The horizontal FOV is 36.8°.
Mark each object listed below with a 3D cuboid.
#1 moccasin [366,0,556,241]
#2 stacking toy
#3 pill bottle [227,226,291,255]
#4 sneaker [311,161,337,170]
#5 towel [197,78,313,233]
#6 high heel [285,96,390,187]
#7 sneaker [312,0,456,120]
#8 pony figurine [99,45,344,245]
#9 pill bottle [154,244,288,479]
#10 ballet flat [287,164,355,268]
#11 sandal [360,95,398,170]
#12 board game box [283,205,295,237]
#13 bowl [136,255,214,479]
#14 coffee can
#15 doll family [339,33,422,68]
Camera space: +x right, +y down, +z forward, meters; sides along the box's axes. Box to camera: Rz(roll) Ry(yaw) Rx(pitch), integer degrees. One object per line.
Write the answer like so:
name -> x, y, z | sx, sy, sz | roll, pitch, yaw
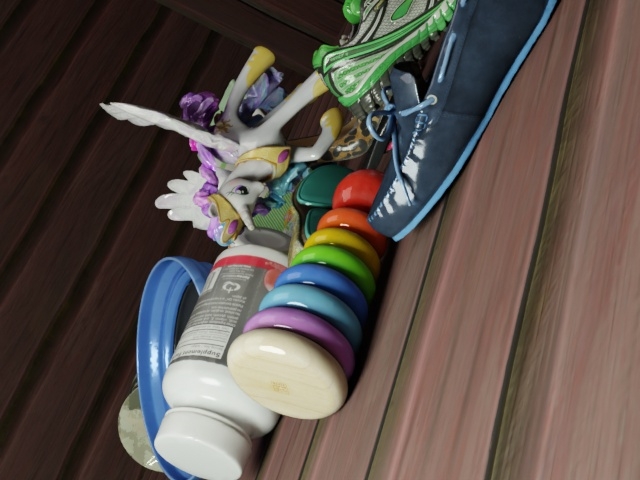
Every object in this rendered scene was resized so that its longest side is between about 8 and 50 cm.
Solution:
moccasin -> 0.126, -0.165, 1.047 | 0.342, 0.116, 0.138 | -62, 8, 17
stacking toy -> 0.012, 0.041, 1.143 | 0.141, 0.141, 0.330 | -55, 8, 52
pill bottle -> -0.115, 0.097, 1.679 | 0.121, 0.121, 0.221 | -84, 6, -68
sneaker -> -0.018, -0.126, 2.072 | 0.240, 0.126, 0.091 | 58, -151, -67
towel -> -0.119, -0.136, 1.988 | 0.038, 0.325, 0.248 | -27, -20, -40
high heel -> 0.006, -0.206, 1.722 | 0.261, 0.186, 0.093 | -63, 4, 12
sneaker -> 0.126, -0.353, 1.450 | 0.343, 0.146, 0.134 | -50, 7, -3
pony figurine -> -0.147, -0.161, 1.600 | 0.351, 0.303, 0.363 | 17, 61, 40
pill bottle -> -0.124, 0.178, 1.405 | 0.176, 0.176, 0.319 | -54, 13, 54
ballet flat -> 0.006, -0.009, 1.420 | 0.123, 0.123, 0.348 | -61, 8, 22
sandal -> 0.106, -0.158, 1.460 | 0.067, 0.040, 0.179 | -93, 26, -74
board game box -> -0.030, -0.033, 1.845 | 0.154, 0.026, 0.103 | 128, 136, -59
bowl -> -0.226, 0.222, 1.679 | 0.391, 0.077, 0.391 | 2, 92, 62
coffee can -> -0.300, 0.331, 2.005 | 0.202, 0.201, 0.275 | -63, 8, 11
doll family -> 0.108, -0.349, 1.652 | 0.163, 0.118, 0.263 | -28, 25, 26
